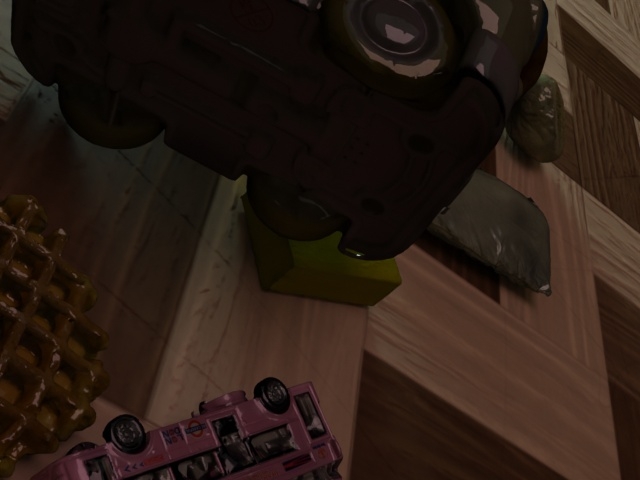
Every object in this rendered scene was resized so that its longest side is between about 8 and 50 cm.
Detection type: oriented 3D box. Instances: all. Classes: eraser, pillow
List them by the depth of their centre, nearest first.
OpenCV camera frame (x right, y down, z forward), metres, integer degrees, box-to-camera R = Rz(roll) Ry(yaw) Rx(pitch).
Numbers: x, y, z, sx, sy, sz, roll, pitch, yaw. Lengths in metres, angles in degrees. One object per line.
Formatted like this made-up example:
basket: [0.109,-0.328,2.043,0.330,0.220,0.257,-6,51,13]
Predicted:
eraser: [0.000,0.000,0.792,0.122,0.045,0.097,9,52,-41]
pillow: [0.160,-0.034,0.988,0.229,0.051,0.128,29,42,-26]

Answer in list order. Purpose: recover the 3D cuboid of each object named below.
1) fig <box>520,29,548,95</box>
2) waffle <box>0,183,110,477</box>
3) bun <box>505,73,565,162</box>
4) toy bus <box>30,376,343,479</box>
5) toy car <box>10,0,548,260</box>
fig: [0.200,-0.265,1.180,0.170,0.145,0.274,40,24,-7]
waffle: [-0.200,0.041,0.535,0.191,0.038,0.191,30,43,-33]
bun: [0.271,-0.154,1.197,0.115,0.069,0.115,-3,90,-66]
toy bus: [-0.073,0.143,0.573,0.203,0.063,0.090,-9,68,-48]
toy car: [-0.029,-0.168,0.679,0.336,0.242,0.226,25,57,-5]
